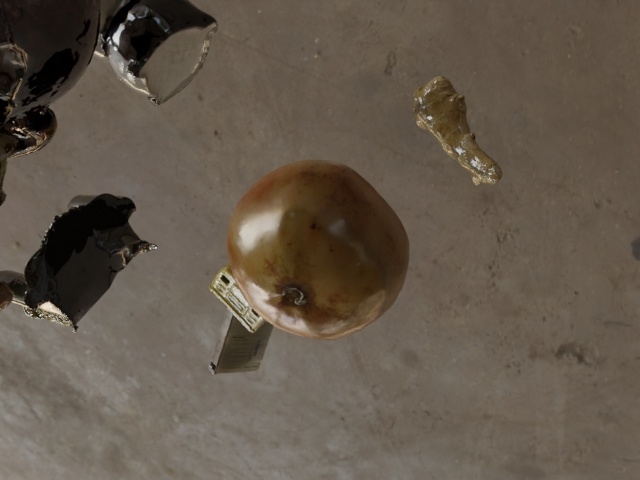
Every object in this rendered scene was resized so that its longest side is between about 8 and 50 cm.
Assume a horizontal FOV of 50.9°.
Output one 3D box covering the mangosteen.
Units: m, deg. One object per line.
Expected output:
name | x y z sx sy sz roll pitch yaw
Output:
mangosteen | -0.353 -0.203 0.620 0.297 0.297 0.293 -35 67 38

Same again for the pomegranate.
pomegranate | 0.000 0.000 0.955 0.252 0.270 0.229 37 123 -15

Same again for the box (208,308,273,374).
box | -0.159 0.185 1.507 0.033 0.129 0.247 33 109 46

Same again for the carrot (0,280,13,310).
carrot | -0.336 0.071 0.634 0.032 0.093 0.032 40 154 24

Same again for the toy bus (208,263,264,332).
toy bus | -0.031 0.006 1.161 0.121 0.335 0.123 45 149 6

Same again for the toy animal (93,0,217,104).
toy animal | -0.302 -0.345 1.061 0.235 0.165 0.187 37 172 8

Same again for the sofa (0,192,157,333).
sofa | -0.465 0.020 1.221 0.200 0.258 0.182 5 138 45

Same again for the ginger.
ginger | 0.296 -0.230 1.427 0.294 0.086 0.131 57 139 29
